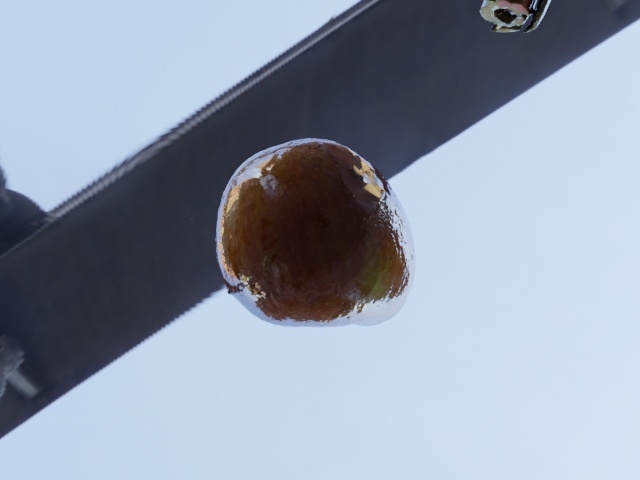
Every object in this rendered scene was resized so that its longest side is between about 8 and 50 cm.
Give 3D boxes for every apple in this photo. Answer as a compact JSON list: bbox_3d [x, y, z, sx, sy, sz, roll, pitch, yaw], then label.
[{"bbox_3d":[0.000,0.000,1.165,0.195,0.160,0.173,0,-115,-36],"label":"apple"}]

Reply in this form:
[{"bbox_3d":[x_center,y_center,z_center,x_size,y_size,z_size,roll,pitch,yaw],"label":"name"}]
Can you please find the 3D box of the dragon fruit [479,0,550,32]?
[{"bbox_3d":[0.109,-0.164,0.648,0.081,0.086,0.116,24,-120,-18],"label":"dragon fruit"}]
